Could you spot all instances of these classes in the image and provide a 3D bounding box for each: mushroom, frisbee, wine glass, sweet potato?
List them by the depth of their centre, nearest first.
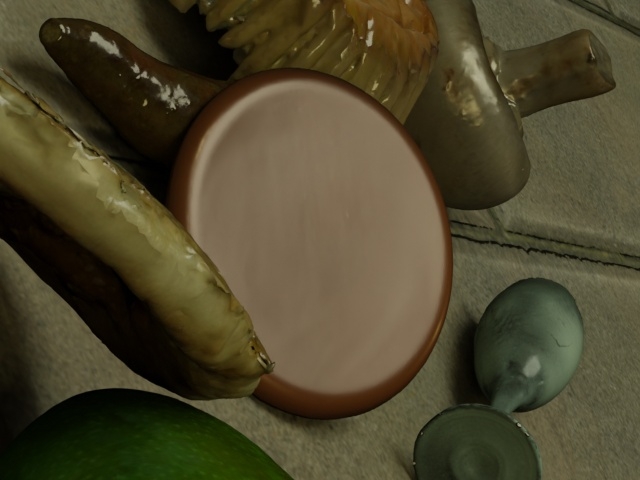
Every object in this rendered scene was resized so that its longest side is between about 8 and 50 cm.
[{"bbox_3d":[-0.110,-0.091,1.303,0.243,0.077,0.077,22,41,-41],"label":"sweet potato"},{"bbox_3d":[0.000,0.000,1.310,0.250,0.021,0.251,9,76,-36],"label":"frisbee"},{"bbox_3d":[0.105,0.050,1.507,0.264,0.096,0.309,54,23,-7],"label":"wine glass"},{"bbox_3d":[0.152,-0.136,1.670,0.207,0.215,0.207,-17,90,-80],"label":"mushroom"}]

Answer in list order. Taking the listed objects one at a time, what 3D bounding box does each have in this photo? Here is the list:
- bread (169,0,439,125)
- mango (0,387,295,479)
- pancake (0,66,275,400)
[{"bbox_3d":[-0.009,-0.182,1.507,0.274,0.149,0.274,48,26,-32],"label":"bread"},{"bbox_3d":[-0.058,0.208,0.867,0.225,0.201,0.382,17,28,-26],"label":"mango"},{"bbox_3d":[-0.160,-0.031,0.914,0.356,0.065,0.356,33,-12,8],"label":"pancake"}]
